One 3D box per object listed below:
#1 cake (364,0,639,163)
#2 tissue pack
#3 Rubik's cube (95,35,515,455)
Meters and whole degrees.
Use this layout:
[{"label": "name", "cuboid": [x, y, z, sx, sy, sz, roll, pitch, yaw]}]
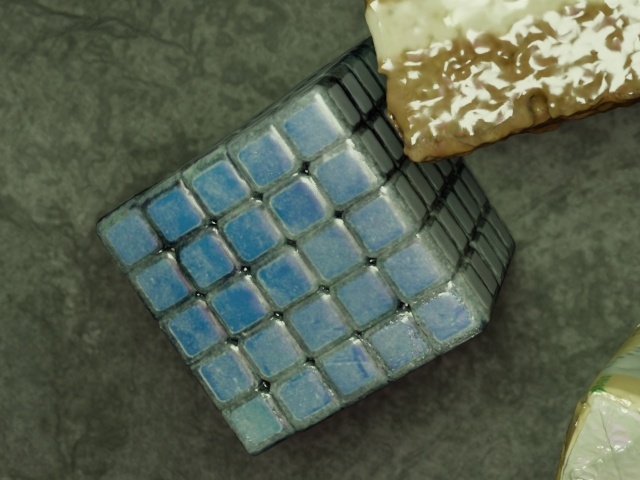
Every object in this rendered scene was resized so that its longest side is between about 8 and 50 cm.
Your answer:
[{"label": "cake", "cuboid": [0.172, -0.225, 1.277, 0.282, 0.256, 0.290, -12, 93, 17]}, {"label": "tissue pack", "cuboid": [0.259, 0.181, 1.395, 0.090, 0.222, 0.186, 18, 107, 19]}, {"label": "Rubik's cube", "cuboid": [0.000, 0.000, 1.399, 0.237, 0.238, 0.237, -31, 96, 20]}]
